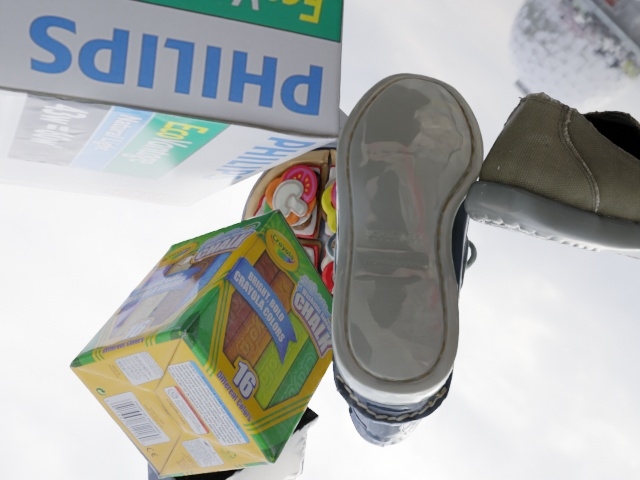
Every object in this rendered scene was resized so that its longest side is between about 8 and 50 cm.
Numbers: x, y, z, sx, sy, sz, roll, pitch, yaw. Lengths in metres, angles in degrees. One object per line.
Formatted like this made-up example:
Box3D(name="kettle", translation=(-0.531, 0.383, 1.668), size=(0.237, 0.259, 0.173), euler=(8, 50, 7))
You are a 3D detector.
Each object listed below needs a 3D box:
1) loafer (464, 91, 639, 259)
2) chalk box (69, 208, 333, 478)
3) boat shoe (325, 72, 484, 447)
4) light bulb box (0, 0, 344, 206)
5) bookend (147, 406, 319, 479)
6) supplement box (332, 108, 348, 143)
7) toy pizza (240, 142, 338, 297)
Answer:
Box3D(name="loafer", translation=(0.194, -0.034, 0.550), size=(0.251, 0.087, 0.094), euler=(8, -172, -44))
Box3D(name="chalk box", translation=(-0.073, 0.070, 0.734), size=(0.132, 0.132, 0.213), euler=(57, -142, -21))
Box3D(name="boat shoe", translation=(0.052, 0.001, 0.540), size=(0.095, 0.079, 0.254), euler=(4, -129, -1))
Box3D(name="light bulb box", translation=(-0.143, -0.228, 0.622), size=(0.225, 0.361, 0.358), euler=(6, 174, -22))
Box3D(name="bookend", translation=(-0.087, 0.244, 0.878), size=(0.072, 0.156, 0.157), euler=(33, -136, 33))
Box3D(name="supplement box", translation=(0.019, -0.115, 1.390), size=(0.220, 0.111, 0.114), euler=(44, -136, -3))
Box3D(name="toy pizza", translation=(0.000, 0.000, 0.905), size=(0.201, 0.201, 0.032), euler=(50, -159, 15))
